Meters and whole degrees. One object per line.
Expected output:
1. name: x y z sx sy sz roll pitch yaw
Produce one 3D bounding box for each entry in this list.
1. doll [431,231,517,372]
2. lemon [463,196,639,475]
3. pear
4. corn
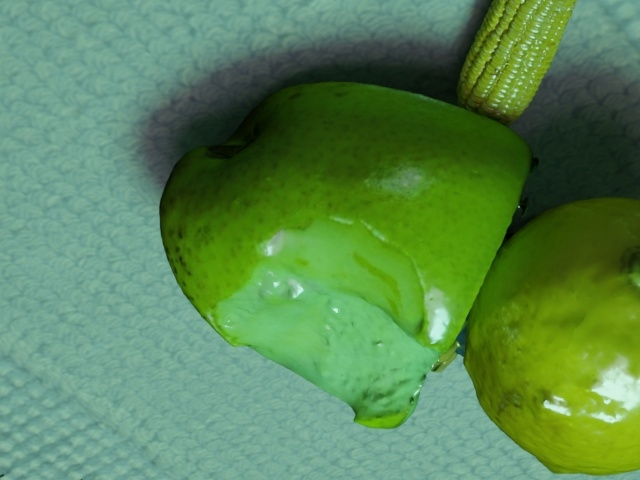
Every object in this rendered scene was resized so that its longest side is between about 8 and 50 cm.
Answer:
1. doll: 0.163 0.050 1.498 0.179 0.089 0.102 -37 166 -6
2. lemon: 0.238 0.084 1.354 0.233 0.234 0.288 3 148 -7
3. pear: 0.000 0.000 1.348 0.281 0.176 0.286 27 131 -1
4. corn: 0.166 -0.173 1.302 0.067 0.067 0.206 11 131 -14
